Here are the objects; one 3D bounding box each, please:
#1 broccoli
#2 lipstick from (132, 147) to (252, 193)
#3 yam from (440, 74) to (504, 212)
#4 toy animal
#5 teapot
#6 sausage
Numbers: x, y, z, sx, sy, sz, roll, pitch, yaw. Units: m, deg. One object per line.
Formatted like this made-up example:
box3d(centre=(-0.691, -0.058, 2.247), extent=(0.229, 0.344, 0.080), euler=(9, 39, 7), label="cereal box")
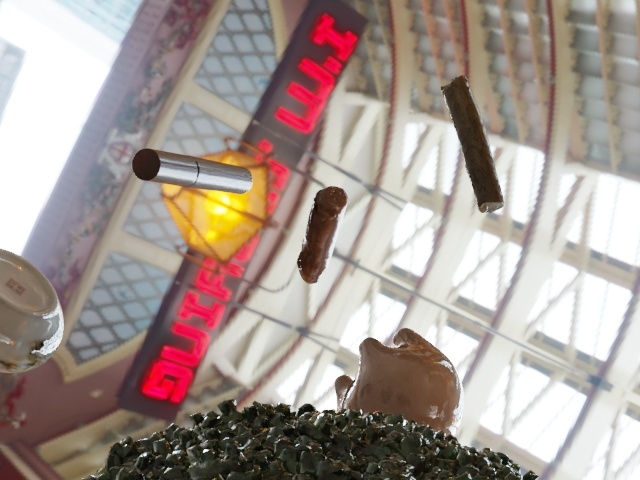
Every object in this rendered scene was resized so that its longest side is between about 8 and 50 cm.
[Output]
box3d(centre=(0.023, 0.241, 0.694), extent=(0.317, 0.338, 0.277), euler=(67, -18, -3), label="broccoli")
box3d(centre=(-0.213, -0.117, 1.798), extent=(0.057, 0.357, 0.057), euler=(0, -91, 20), label="lipstick")
box3d(centre=(0.153, -0.098, 1.031), extent=(0.032, 0.032, 0.145), euler=(-25, -113, 30), label="yam")
box3d(centre=(0.123, 0.297, 1.548), extent=(0.326, 0.237, 0.269), euler=(106, -34, -53), label="toy animal")
box3d(centre=(-0.457, 0.103, 1.407), extent=(0.204, 0.298, 0.139), euler=(45, -73, -2), label="teapot")
box3d(centre=(0.000, 0.000, 1.066), extent=(0.042, 0.158, 0.036), euler=(-21, -117, -21), label="sausage")
